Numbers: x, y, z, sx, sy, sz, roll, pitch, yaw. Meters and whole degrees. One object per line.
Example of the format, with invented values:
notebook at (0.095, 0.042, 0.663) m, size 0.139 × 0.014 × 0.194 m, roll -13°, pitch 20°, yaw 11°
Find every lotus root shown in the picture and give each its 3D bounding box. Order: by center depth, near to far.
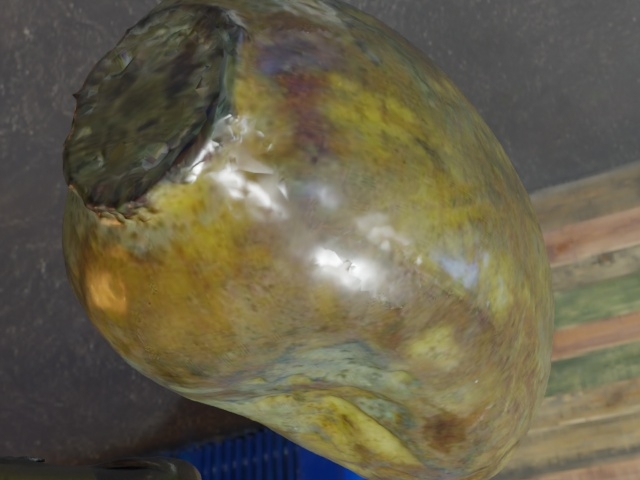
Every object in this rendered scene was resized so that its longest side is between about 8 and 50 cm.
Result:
lotus root at (0.000, 0.000, 0.573) m, size 0.250 × 0.251 × 0.346 m, roll -19°, pitch 149°, yaw 20°

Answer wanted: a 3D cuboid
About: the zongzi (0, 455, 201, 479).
zongzi at (-0.245, 0.271, 0.713) m, size 0.289 × 0.154 × 0.318 m, roll 8°, pitch 137°, yaw -12°
